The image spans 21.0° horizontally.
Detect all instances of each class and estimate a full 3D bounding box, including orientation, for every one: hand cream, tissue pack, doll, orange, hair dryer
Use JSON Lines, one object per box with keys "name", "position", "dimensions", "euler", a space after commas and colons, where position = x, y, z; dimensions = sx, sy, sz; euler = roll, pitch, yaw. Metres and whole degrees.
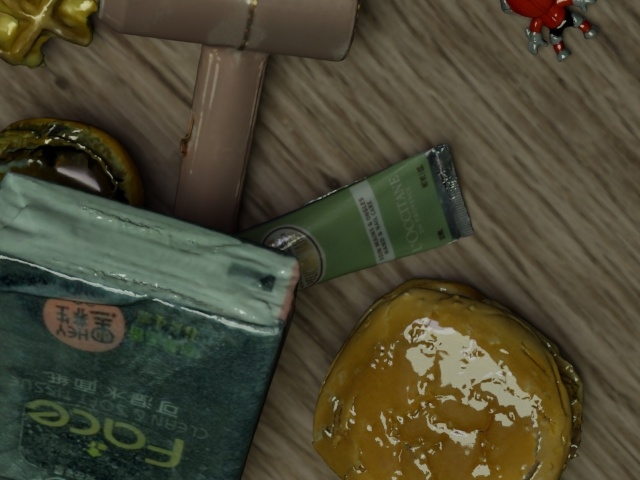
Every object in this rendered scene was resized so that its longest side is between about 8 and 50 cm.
{"name": "hand cream", "position": [0.000, 0.000, 1.350], "dimensions": [0.235, 0.055, 0.086], "euler": [-19, 121, -1]}
{"name": "tissue pack", "position": [-0.152, 0.098, 1.328], "dimensions": [0.228, 0.103, 0.315], "euler": [17, 140, 0]}
{"name": "doll", "position": [0.159, -0.186, 1.295], "dimensions": [0.114, 0.039, 0.057], "euler": [43, 139, -15]}
{"name": "orange", "position": [-0.208, -0.030, 1.372], "dimensions": [0.170, 0.112, 0.160], "euler": [13, 123, 29]}
{"name": "hair dryer", "position": [-0.091, -0.091, 1.330], "dimensions": [0.189, 0.107, 0.344], "euler": [6, 120, -12]}

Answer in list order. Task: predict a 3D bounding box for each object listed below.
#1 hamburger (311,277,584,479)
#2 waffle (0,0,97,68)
{"name": "hamburger", "position": [0.104, 0.135, 1.371], "dimensions": [0.214, 0.108, 0.213], "euler": [4, 105, 14]}
{"name": "waffle", "position": [-0.271, -0.254, 1.305], "dimensions": [0.309, 0.065, 0.283], "euler": [-14, 112, 1]}
